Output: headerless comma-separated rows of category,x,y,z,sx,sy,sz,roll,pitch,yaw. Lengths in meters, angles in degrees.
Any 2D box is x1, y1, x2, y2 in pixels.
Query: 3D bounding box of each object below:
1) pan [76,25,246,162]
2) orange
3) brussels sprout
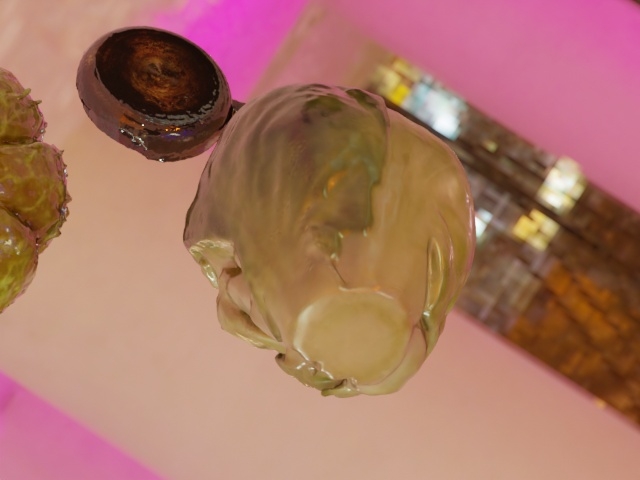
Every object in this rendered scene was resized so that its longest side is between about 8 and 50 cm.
pan,-0.073,-0.091,1.301,0.040,0.212,0.115,-52,-153,43
orange,-0.391,-0.046,1.658,0.223,0.301,0.300,-32,-152,57
brussels sprout,0.005,-0.006,0.934,0.145,0.131,0.183,-51,-147,-8
